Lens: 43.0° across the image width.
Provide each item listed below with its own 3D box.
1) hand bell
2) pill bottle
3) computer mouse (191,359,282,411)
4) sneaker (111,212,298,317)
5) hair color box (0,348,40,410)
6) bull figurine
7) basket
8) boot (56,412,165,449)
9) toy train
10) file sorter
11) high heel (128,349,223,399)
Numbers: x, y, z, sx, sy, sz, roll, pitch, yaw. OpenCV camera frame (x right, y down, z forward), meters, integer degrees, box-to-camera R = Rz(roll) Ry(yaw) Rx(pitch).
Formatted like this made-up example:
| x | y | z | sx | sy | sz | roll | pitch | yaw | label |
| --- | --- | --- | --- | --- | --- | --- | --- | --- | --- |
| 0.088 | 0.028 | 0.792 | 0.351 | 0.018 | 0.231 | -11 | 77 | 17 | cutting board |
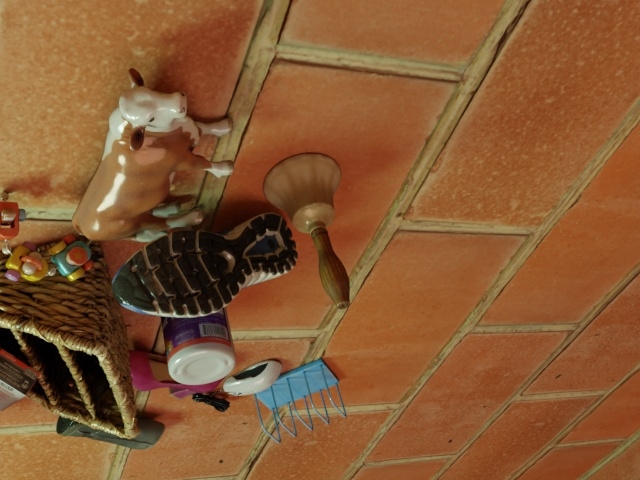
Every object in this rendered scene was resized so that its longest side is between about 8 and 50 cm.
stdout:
| x | y | z | sx | sy | sz | roll | pitch | yaw | label |
| --- | --- | --- | --- | --- | --- | --- | --- | --- | --- |
| 0.000 | 0.000 | 1.205 | 0.126 | 0.242 | 0.126 | -11 | 144 | -8 | hand bell |
| -0.205 | 0.127 | 1.326 | 0.108 | 0.193 | 0.108 | -11 | 142 | -8 | pill bottle |
| -0.165 | 0.307 | 1.701 | 0.193 | 0.042 | 0.106 | -27 | 141 | 13 | computer mouse |
| -0.182 | 0.050 | 1.226 | 0.147 | 0.129 | 0.330 | -22 | 175 | 38 | sneaker |
| -0.494 | 0.218 | 1.260 | 0.072 | 0.043 | 0.141 | 39 | 144 | -18 | hair color box |
| -0.224 | -0.102 | 1.098 | 0.189 | 0.101 | 0.310 | 5 | 143 | -37 | bull figurine |
| -0.419 | 0.177 | 1.281 | 0.214 | 0.223 | 0.299 | -10 | 144 | -10 | basket |
| -0.405 | 0.374 | 1.663 | 0.190 | 0.076 | 0.209 | -27 | 138 | 36 | boot |
| -0.389 | -0.004 | 1.148 | 0.166 | 0.125 | 0.046 | 8 | 165 | -40 | toy train |
| -0.045 | 0.351 | 1.756 | 0.170 | 0.104 | 0.118 | -23 | 143 | 8 | file sorter |
| -0.277 | 0.242 | 1.537 | 0.117 | 0.082 | 0.244 | -27 | 143 | 12 | high heel |
